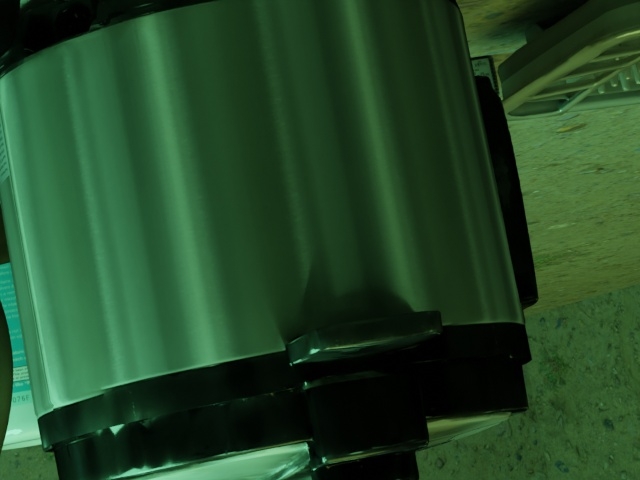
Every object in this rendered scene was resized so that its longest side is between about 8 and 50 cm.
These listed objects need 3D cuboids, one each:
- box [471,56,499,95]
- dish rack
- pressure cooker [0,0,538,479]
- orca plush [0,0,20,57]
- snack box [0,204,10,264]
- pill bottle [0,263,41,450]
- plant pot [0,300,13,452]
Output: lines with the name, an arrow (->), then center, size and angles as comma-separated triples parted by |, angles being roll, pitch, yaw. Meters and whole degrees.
box -> 0.060, -0.119, 1.798 | 0.190, 0.045, 0.184 | -10, 174, -6
dish rack -> 0.324, -0.180, 1.603 | 0.332, 0.072, 0.285 | -7, 171, -20
pressure cooker -> -0.042, 0.032, 1.379 | 0.375, 0.420, 0.370 | -15, 170, 24
orca plush -> -0.328, -0.104, 1.197 | 0.287, 0.102, 0.151 | -5, 170, -30
snack box -> -0.335, -0.019, 1.645 | 0.322, 0.060, 0.187 | -15, -159, 29
pill bottle -> -0.293, 0.064, 1.831 | 0.146, 0.264, 0.146 | -10, 173, -1
plant pot -> -0.353, 0.084, 1.475 | 0.284, 0.284, 0.191 | -15, -154, 28
